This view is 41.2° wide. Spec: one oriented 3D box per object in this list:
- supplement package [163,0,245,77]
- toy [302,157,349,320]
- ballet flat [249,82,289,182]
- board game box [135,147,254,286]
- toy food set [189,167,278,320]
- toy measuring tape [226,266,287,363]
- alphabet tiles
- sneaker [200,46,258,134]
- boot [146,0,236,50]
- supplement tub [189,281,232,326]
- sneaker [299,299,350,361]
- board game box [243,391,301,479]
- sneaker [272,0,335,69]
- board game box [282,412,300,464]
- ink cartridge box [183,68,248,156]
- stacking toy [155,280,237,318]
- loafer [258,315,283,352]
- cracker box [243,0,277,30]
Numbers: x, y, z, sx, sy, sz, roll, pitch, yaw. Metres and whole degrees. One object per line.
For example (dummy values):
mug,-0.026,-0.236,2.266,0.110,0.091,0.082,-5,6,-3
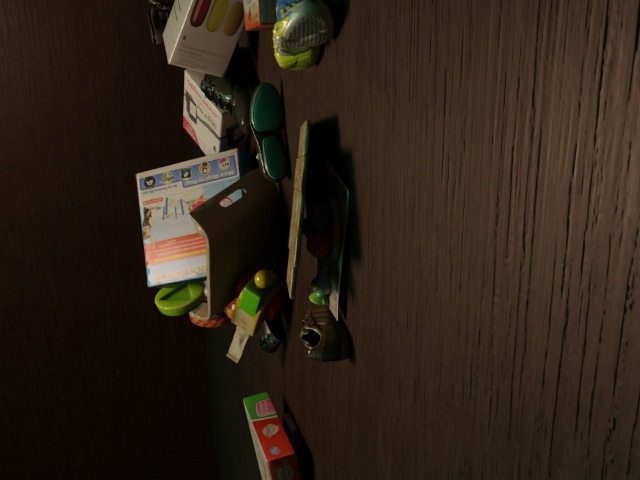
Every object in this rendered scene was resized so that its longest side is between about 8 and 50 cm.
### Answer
supplement package,-0.247,-0.514,1.903,0.244,0.139,0.133,-61,32,35
toy,0.000,0.000,1.396,0.137,0.056,0.237,-119,26,-58
ballet flat,-0.107,-0.218,1.740,0.074,0.074,0.203,173,89,-77
board game box,-0.305,-0.051,2.165,0.086,0.309,0.301,12,-111,-66
toy food set,-0.202,0.012,1.893,0.092,0.220,0.306,31,138,25
toy measuring tape,-0.146,0.161,1.941,0.330,0.122,0.121,110,152,-50
alphabet tiles,-0.039,-0.057,1.445,0.342,0.011,0.284,-125,40,-84
sneaker,-0.212,-0.344,1.999,0.109,0.130,0.286,96,161,-44
boot,-0.346,-0.536,2.279,0.118,0.223,0.338,104,157,-55
supplement tub,-0.327,0.087,2.550,0.193,0.194,0.315,-126,33,-66
sneaker,-0.006,0.143,1.449,0.188,0.071,0.066,-125,31,-64
board game box,-0.099,0.526,1.966,0.316,0.064,0.242,-134,32,-69
sneaker,-0.037,-0.354,1.320,0.240,0.091,0.126,151,113,-77
board game box,-0.068,0.463,1.982,0.090,0.020,0.089,-136,42,-70
ink cartridge box,-0.267,-0.326,2.184,0.172,0.100,0.237,50,154,19
stacking toy,-0.303,0.139,2.303,0.309,0.280,0.130,-126,19,-58
loafer,-0.118,0.178,2.014,0.061,0.062,0.170,-43,54,46
cracker box,-0.108,-0.519,1.604,0.156,0.067,0.232,-147,52,-73
